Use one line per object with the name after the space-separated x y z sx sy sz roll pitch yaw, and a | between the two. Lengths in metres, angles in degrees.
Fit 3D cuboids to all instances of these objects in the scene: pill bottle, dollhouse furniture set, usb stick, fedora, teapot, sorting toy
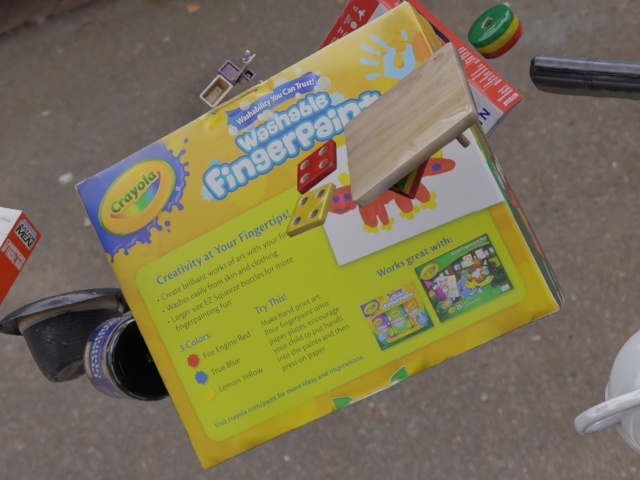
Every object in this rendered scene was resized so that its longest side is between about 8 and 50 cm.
-0.270 0.167 1.544 0.123 0.123 0.219 -39 10 -24 | pill bottle
-0.143 -0.269 1.860 0.114 0.091 0.081 -54 7 -34 | dollhouse furniture set
0.386 -0.190 1.285 0.278 0.077 0.045 10 87 28 | usb stick
-0.510 0.209 2.247 0.334 0.334 0.153 -16 78 8 | fedora
0.540 0.259 1.704 0.187 0.256 0.252 -41 14 37 | teapot
0.082 -0.091 0.982 0.274 0.046 0.132 -37 30 22 | sorting toy

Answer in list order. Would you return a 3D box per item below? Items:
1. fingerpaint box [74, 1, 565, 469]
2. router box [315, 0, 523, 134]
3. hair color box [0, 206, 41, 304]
0.000 0.000 1.255 0.444 0.371 0.163 -27 -5 15 | fingerpaint box
0.114 -0.211 1.765 0.301 0.335 0.082 43 42 7 | router box
-0.391 0.040 1.184 0.093 0.053 0.167 10 60 25 | hair color box
